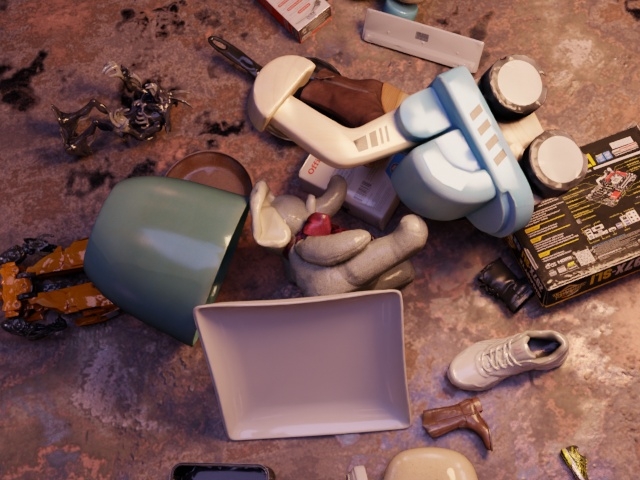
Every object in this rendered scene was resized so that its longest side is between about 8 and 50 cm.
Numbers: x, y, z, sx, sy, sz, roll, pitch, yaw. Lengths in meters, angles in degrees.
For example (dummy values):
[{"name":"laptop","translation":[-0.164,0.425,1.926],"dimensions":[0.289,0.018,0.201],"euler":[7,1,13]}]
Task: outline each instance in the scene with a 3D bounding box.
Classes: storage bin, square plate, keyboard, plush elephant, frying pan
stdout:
[{"name":"storage bin","translation":[-0.176,0.464,1.583],"dimensions":[0.180,0.084,0.122],"euler":[-1,73,6]},{"name":"square plate","translation":[-0.022,0.217,1.548],"dimensions":[0.347,0.344,0.049],"euler":[-5,38,4]},{"name":"keyboard","translation":[0.210,-0.416,1.835],"dimensions":[0.256,0.072,0.014],"euler":[19,36,11]},{"name":"plush elephant","translation":[0.000,0.000,1.613],"dimensions":[0.330,0.272,0.255],"euler":[-28,73,-3]},{"name":"frying pan","translation":[-0.102,-0.304,1.835],"dimensions":[0.326,0.053,0.197],"euler":[12,73,9]}]

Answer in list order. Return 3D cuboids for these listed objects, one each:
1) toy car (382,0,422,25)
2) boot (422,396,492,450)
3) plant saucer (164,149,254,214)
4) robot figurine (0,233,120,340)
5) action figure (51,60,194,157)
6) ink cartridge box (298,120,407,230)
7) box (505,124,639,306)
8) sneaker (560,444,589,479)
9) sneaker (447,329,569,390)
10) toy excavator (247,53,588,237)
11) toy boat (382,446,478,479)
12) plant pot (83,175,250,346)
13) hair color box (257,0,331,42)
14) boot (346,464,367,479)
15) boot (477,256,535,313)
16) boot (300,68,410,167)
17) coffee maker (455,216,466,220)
[{"name":"toy car","translation":[0.204,-0.611,1.857],"dimensions":[0.210,0.219,0.238],"euler":[41,51,17]},{"name":"boot","translation":[0.247,0.346,1.602],"dimensions":[0.114,0.037,0.106],"euler":[-15,58,-3]},{"name":"plant saucer","translation":[-0.230,-0.086,1.788],"dimensions":[0.198,0.036,0.199],"euler":[-1,73,5]},{"name":"robot figurine","translation":[-0.500,0.086,1.736],"dimensions":[0.291,0.085,0.211],"euler":[-11,71,2]},{"name":"action figure","translation":[-0.408,-0.271,1.813],"dimensions":[0.275,0.141,0.164],"euler":[-20,60,1]},{"name":"ink cartridge box","translation":[0.073,-0.129,1.747],"dimensions":[0.190,0.082,0.140],"euler":[28,77,14]},{"name":"box","translation":[0.509,-0.050,1.654],"dimensions":[0.322,0.079,0.257],"euler":[-21,58,-3]},{"name":"sneaker","translation":[0.462,0.402,1.566],"dimensions":[0.035,0.031,0.083],"euler":[-29,72,-4]},{"name":"sneaker","translation":[0.341,0.205,1.596],"dimensions":[0.232,0.115,0.090],"euler":[-19,71,0]},{"name":"toy excavator","translation":[0.154,-0.167,1.490],"dimensions":[0.445,0.222,0.433],"euler":[-26,85,-17]},{"name":"toy boat","translation":[0.254,0.498,1.512],"dimensions":[0.318,0.148,0.268],"euler":[1,67,14]},{"name":"plant pot","translation":[-0.286,0.014,1.602],"dimensions":[0.235,0.293,0.293],"euler":[22,75,-2]},{"name":"hair color box","translation":[-0.065,-0.517,1.901],"dimensions":[0.093,0.053,0.167],"euler":[-40,72,-8]},{"name":"boot","translation":[0.031,0.527,1.534],"dimensions":[0.123,0.095,0.258],"euler":[-2,73,-2]},{"name":"boot","translation":[0.368,0.071,1.677],"dimensions":[0.121,0.045,0.099],"euler":[-41,67,-9]},{"name":"boot","translation":[0.054,-0.241,1.710],"dimensions":[0.206,0.090,0.248],"euler":[19,42,13]},{"name":"coffee maker","translation":[0.228,-0.142,1.695],"dimensions":[0.171,0.120,0.178],"euler":[19,70,-32]}]
